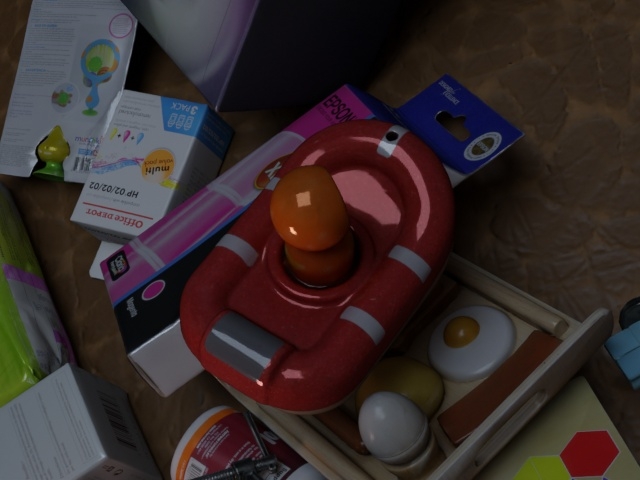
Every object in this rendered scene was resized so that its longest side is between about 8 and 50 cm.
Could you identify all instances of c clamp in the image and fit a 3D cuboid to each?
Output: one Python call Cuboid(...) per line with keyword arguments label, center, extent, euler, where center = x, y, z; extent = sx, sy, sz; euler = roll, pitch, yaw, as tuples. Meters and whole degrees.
Cuboid(label="c clamp", center=(-0.098, 0.205, 0.975), extent=(0.161, 0.022, 0.137), euler=(-17, 39, -22))

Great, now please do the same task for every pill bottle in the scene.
Cuboid(label="pill bottle", center=(-0.044, 0.208, 1.051), extent=(0.152, 0.086, 0.086), euler=(28, 82, 28))

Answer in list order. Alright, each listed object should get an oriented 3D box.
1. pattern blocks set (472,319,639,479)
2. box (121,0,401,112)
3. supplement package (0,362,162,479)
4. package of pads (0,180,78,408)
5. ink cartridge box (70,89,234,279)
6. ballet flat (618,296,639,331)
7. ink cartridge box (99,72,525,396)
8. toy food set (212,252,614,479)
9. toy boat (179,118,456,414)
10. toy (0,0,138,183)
Cuboid(label="pattern blocks set", center=(0.140, 0.189, 0.919), extent=(0.325, 0.026, 0.285), euler=(-24, 40, 11))
Cuboid(label="box", center=(-0.058, -0.321, 1.146), extent=(0.294, 0.183, 0.296), euler=(48, 131, 31))
Cuboid(label="supplement package", center=(-0.253, 0.210, 1.132), extent=(0.179, 0.105, 0.105), euler=(-33, 61, 8))
Cuboid(label="package of pads", center=(-0.376, 0.084, 1.241), extent=(0.229, 0.101, 0.296), euler=(-34, 60, 8))
Cuboid(label="ink cartridge box", center=(-0.169, -0.047, 1.227), extent=(0.104, 0.061, 0.181), euler=(12, 75, 28))
Cuboid(label="ballet flat", center=(0.320, 0.055, 0.980), extent=(0.173, 0.049, 0.057), euler=(-1, 102, 18))
Cuboid(label="ink cartridge box", center=(-0.018, -0.030, 1.096), extent=(0.371, 0.069, 0.176), euler=(-34, 30, 0))
Cuboid(label="toy food set", center=(0.052, 0.078, 0.998), extent=(0.220, 0.092, 0.306), euler=(-44, 39, -12))
Cuboid(label="toy boat", center=(0.000, 0.000, 0.905), extent=(0.151, 0.151, 0.231), euler=(29, 65, 20))
Cuboid(label="toy", center=(-0.250, -0.172, 1.319), extent=(0.137, 0.056, 0.237), euler=(7, 77, 22))
